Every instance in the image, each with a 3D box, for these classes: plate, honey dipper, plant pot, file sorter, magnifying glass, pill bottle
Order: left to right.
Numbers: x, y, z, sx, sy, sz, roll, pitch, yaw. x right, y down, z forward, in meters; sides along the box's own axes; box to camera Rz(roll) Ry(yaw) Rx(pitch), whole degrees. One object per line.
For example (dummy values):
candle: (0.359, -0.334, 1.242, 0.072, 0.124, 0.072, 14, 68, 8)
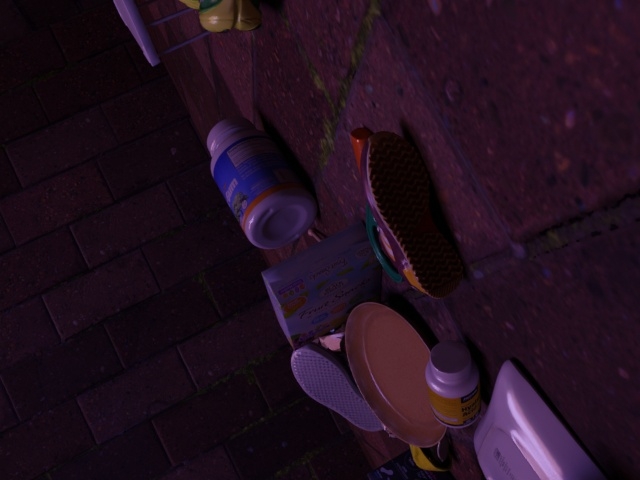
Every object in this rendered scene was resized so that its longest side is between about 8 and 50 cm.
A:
file sorter: (-0.306, -0.504, 1.071, 0.193, 0.173, 0.277, 56, 168, 33)
pill bottle: (-0.131, -0.126, 1.209, 0.272, 0.152, 0.152, 56, 167, 34)
honey dipper: (0.000, 0.000, 1.228, 0.030, 0.030, 0.161, 67, 172, -17)
magnifying glass: (0.076, -0.039, 0.763, 0.092, 0.026, 0.231, 52, 166, 50)
plant pot: (0.122, 0.202, 0.926, 0.236, 0.032, 0.236, 34, 133, 46)
pill bottle: (0.163, 0.175, 0.735, 0.065, 0.065, 0.116, 53, 166, 45)
plate: (0.253, 0.295, 0.644, 0.278, 0.045, 0.277, 57, 169, 31)

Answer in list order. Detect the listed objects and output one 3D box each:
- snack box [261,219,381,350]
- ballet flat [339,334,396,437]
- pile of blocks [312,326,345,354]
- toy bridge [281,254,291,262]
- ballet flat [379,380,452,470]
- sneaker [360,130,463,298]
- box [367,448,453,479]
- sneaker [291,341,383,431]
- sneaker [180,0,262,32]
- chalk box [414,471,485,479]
snack box: (0.008, 0.079, 0.961, 0.070, 0.174, 0.207, 57, 169, 28)
ballet flat: (0.128, 0.287, 1.216, 0.077, 0.091, 0.241, -32, 89, 50)
pile of blocks: (0.027, 0.207, 1.474, 0.112, 0.149, 0.362, -21, -85, -57)
toy bridge: (-0.042, 0.125, 1.647, 0.188, 0.063, 0.026, 63, 170, -4)
ballet flat: (0.175, 0.312, 1.042, 0.077, 0.077, 0.231, 6, 125, 53)
sneaker: (0.081, -0.025, 0.631, 0.185, 0.069, 0.084, 67, 164, -14)
box: (0.222, 0.571, 1.233, 0.163, 0.142, 0.247, 46, 161, 56)
sneaker: (0.042, 0.278, 1.298, 0.282, 0.102, 0.161, 48, -153, -27)
sneaker: (-0.143, -0.380, 0.840, 0.295, 0.109, 0.123, -127, 36, -49)
chalk box: (0.182, 0.446, 0.818, 0.179, 0.289, 0.180, 26, 167, 24)
